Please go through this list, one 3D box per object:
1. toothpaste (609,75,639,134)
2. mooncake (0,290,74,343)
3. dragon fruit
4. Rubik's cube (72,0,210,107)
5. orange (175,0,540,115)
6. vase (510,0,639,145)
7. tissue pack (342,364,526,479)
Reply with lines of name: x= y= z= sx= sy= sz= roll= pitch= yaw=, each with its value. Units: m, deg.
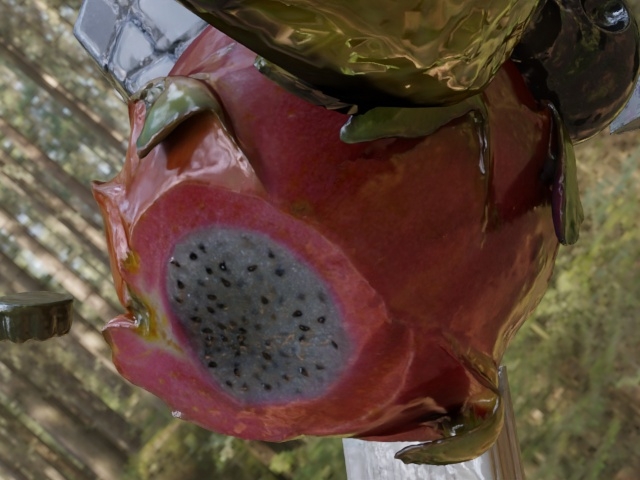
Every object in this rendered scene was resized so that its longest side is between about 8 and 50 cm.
toothpaste: x=0.310 y=-0.137 z=1.032 sx=0.196 sy=0.040 sz=0.047 roll=128 pitch=141 yaw=-80
mooncake: x=-0.306 y=0.103 z=0.695 sx=0.347 sy=0.057 sz=0.150 roll=-23 pitch=11 yaw=-19
dragon fruit: x=0.000 y=0.000 z=0.661 sx=0.290 sy=0.291 sz=0.189 roll=-58 pitch=8 yaw=37
Rubik's cube: x=-0.046 y=-0.182 z=0.957 sx=0.319 sy=0.264 sz=0.319 roll=-7 pitch=-36 yaw=-5
orange: x=-0.028 y=-0.228 z=0.471 sx=0.210 sy=0.368 sz=0.271 roll=-45 pitch=-23 yaw=25
vase: x=0.126 y=-0.123 z=0.688 sx=0.120 sy=0.120 sz=0.183 roll=-52 pitch=-24 yaw=6
tissue pack: x=0.111 y=0.286 z=1.020 sx=0.170 sy=0.325 sz=0.071 roll=-23 pitch=-24 yaw=39
